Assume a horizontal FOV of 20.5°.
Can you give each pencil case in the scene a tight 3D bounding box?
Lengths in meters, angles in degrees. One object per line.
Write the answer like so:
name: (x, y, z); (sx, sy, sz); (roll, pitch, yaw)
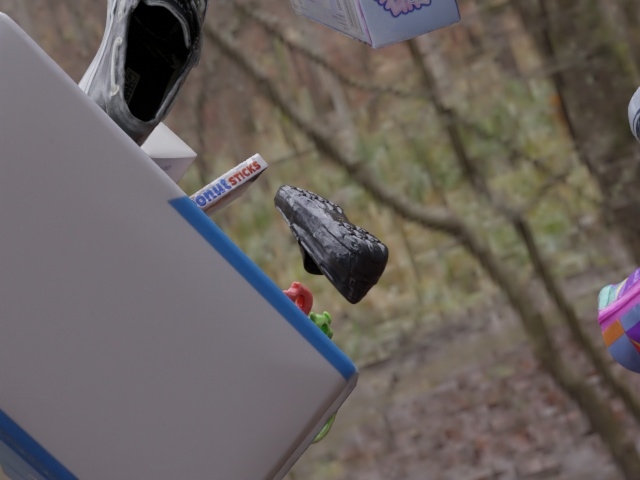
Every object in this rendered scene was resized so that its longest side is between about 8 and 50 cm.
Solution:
pencil case: (0.336, 0.029, 1.552); (0.104, 0.104, 0.236); (-21, -19, -38)

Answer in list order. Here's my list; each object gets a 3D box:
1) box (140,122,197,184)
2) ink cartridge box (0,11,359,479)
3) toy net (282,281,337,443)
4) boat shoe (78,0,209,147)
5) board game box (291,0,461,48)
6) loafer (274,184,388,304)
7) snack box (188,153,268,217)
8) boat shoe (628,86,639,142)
box: (-0.256, -0.011, 1.865); (0.275, 0.094, 0.113); (-54, -18, 19)
ink cartridge box: (-0.202, 0.036, 1.064); (0.166, 0.285, 0.395); (-51, 20, -18)
toy net: (-0.041, 0.079, 1.456); (0.045, 0.122, 0.232); (14, -17, 31)
boat shoe: (-0.111, -0.150, 1.233); (0.070, 0.077, 0.219); (-31, 37, 46)
board game box: (-0.009, -0.306, 1.228); (0.066, 0.318, 0.319); (-19, 15, -6)
loafer: (0.000, 0.000, 2.019); (0.076, 0.078, 0.223); (17, 14, -33)
snack box: (-0.127, -0.033, 1.825); (0.178, 0.022, 0.064); (-36, -5, -45)
boat shoe: (0.260, -0.105, 1.050); (0.065, 0.083, 0.183); (18, -57, -28)
